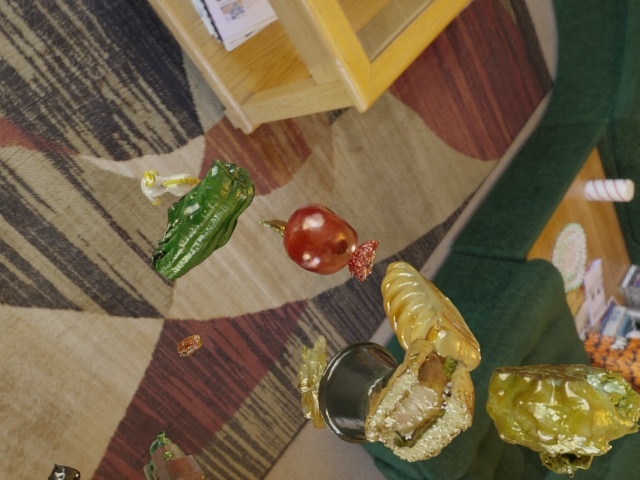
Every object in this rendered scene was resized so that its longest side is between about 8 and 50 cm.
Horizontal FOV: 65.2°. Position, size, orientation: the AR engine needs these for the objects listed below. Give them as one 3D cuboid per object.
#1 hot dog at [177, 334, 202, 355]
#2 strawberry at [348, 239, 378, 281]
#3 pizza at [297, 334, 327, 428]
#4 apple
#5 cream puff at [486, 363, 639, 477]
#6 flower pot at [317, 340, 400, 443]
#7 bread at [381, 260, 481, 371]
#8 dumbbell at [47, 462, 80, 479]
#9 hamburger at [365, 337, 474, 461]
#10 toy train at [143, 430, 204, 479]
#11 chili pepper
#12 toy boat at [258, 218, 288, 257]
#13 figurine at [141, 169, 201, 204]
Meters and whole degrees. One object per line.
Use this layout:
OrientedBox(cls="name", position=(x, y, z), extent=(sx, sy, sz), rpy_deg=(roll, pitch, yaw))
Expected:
OrientedBox(cls="hot dog", position=(-0.488, 0.391, 1.860), extent=(0.038, 0.144, 0.062), rpy_deg=(-11, 74, -51))
OrientedBox(cls="strawberry", position=(0.129, 0.059, 1.572), extent=(0.188, 0.082, 0.121), rpy_deg=(-39, 147, -69))
OrientedBox(cls="pizza", position=(-0.018, 0.379, 1.330), extent=(0.089, 0.323, 0.223), rpy_deg=(-3, 59, -3))
OrientedBox(cls="apple", position=(0.000, 0.000, 1.723), extent=(0.260, 0.260, 0.216), rpy_deg=(31, 94, -36))
OrientedBox(cls="cream puff", position=(0.443, 0.326, 0.918), extent=(0.282, 0.282, 0.185), rpy_deg=(7, 81, -38))
OrientedBox(cls="flower pot", position=(0.128, 0.354, 1.121), extent=(0.235, 0.148, 0.235), rpy_deg=(2, 86, -25))
OrientedBox(cls="bread", position=(0.214, 0.165, 1.035), extent=(0.173, 0.311, 0.121), rpy_deg=(40, 104, -19))
OrientedBox(cls="dumbbell", position=(-0.255, 0.340, 0.316), extent=(0.185, 0.185, 0.388), rpy_deg=(49, 32, -31))
OrientedBox(cls="hamburger", position=(0.158, 0.250, 0.778), extent=(0.131, 0.124, 0.262), rpy_deg=(-53, 167, -41))
OrientedBox(cls="toy train", position=(-0.383, 0.644, 1.316), extent=(0.150, 0.304, 0.221), rpy_deg=(-13, 107, -31))
OrientedBox(cls="chili pepper", position=(-0.330, -0.058, 1.426), extent=(0.167, 0.213, 0.385), rpy_deg=(33, 112, -26))
OrientedBox(cls="toy boat", position=(-0.148, -0.021, 1.992), extent=(0.099, 0.108, 0.293), rpy_deg=(-32, 146, 0))
OrientedBox(cls="figurine", position=(-0.462, -0.173, 1.550), extent=(0.178, 0.129, 0.109), rpy_deg=(-1, 79, -19))
